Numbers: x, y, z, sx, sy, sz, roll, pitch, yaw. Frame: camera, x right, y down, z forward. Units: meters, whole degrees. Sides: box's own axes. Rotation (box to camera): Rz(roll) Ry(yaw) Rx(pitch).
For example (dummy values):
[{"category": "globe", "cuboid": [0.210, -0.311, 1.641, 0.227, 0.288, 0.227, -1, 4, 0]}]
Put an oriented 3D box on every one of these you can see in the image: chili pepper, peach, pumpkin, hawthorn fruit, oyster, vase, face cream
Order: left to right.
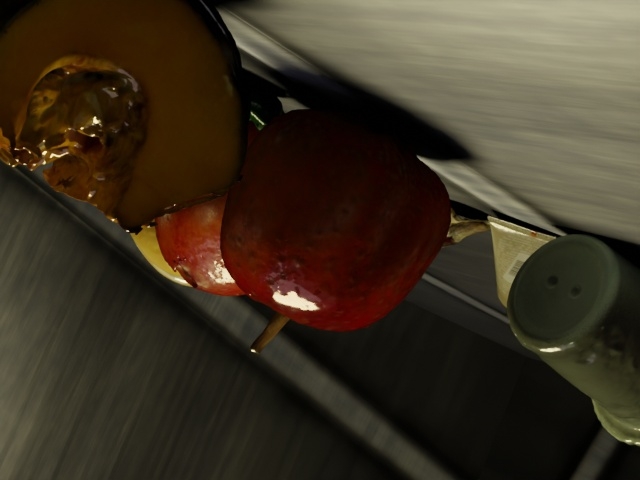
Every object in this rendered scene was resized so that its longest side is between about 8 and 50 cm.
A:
[{"category": "pumpkin", "cuboid": [-0.225, -0.166, 1.526, 0.303, 0.256, 0.225, 49, 164, -32]}, {"category": "chili pepper", "cuboid": [-0.129, -0.193, 1.900, 0.108, 0.062, 0.216, 8, 166, 45]}, {"category": "peach", "cuboid": [-0.113, -0.047, 2.177, 0.281, 0.281, 0.238, 20, 175, 24]}, {"category": "hawthorn fruit", "cuboid": [0.000, 0.000, 1.876, 0.287, 0.330, 0.287, 30, -175, -3]}, {"category": "oyster", "cuboid": [0.134, -0.034, 2.305, 0.294, 0.094, 0.166, 9, 159, 43]}, {"category": "face cream", "cuboid": [0.319, 0.034, 2.311, 0.137, 0.084, 0.341, 19, 166, 10]}, {"category": "vase", "cuboid": [0.410, 0.134, 2.104, 0.245, 0.245, 0.291, 16, 168, 48]}]

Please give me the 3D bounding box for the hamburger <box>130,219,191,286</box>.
[{"category": "hamburger", "cuboid": [-0.168, -0.057, 2.462, 0.302, 0.261, 0.186, 5, 172, -4]}]
